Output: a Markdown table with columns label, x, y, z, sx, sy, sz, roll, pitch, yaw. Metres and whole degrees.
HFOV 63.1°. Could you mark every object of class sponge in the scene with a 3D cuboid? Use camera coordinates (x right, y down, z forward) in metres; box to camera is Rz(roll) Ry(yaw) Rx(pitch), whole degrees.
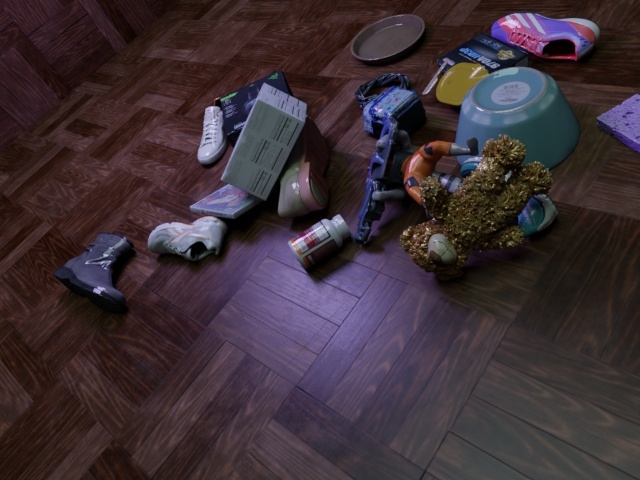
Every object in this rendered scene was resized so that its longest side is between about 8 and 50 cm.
| label | x | y | z | sx | sy | sz | roll | pitch | yaw |
| --- | --- | --- | --- | --- | --- | --- | --- | --- | --- |
| sponge | 0.761 | -0.257 | 1.204 | 0.117 | 0.031 | 0.210 | -30 | 44 | 1 |

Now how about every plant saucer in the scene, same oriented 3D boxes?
| label | x | y | z | sx | sy | sz | roll | pitch | yaw |
| --- | --- | --- | --- | --- | --- | --- | --- | --- | --- |
| plant saucer | 0.245 | -0.726 | 1.892 | 0.278 | 0.041 | 0.277 | -15 | 45 | 16 |

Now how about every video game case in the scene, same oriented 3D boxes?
| label | x | y | z | sx | sy | sz | roll | pitch | yaw |
| --- | --- | --- | --- | --- | --- | --- | --- | --- | --- |
| video game case | -0.262 | -0.127 | 1.582 | 0.184 | 0.023 | 0.201 | 10 | 34 | 34 |

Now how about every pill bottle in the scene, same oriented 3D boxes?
| label | x | y | z | sx | sy | sz | roll | pitch | yaw |
| --- | --- | --- | --- | --- | --- | --- | --- | --- | --- |
| pill bottle | 0.000 | 0.000 | 1.338 | 0.152 | 0.086 | 0.086 | -32 | 44 | -2 |

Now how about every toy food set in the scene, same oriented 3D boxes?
| label | x | y | z | sx | sy | sz | roll | pitch | yaw |
| --- | --- | --- | --- | --- | --- | --- | --- | --- | --- |
| toy food set | 0.408 | -0.440 | 1.506 | 0.128 | 0.071 | 0.218 | -59 | 34 | 8 |

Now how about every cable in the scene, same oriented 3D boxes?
| label | x | y | z | sx | sy | sz | roll | pitch | yaw |
| --- | --- | --- | --- | --- | --- | --- | --- | --- | --- |
| cable | 0.204 | -0.493 | 1.709 | 0.185 | 0.047 | 0.150 | -21 | 40 | 13 |

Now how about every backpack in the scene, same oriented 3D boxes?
| label | x | y | z | sx | sy | sz | roll | pitch | yaw |
| --- | --- | --- | --- | --- | --- | --- | --- | --- | --- |
| backpack | 0.202 | -0.381 | 1.553 | 0.158 | 0.116 | 0.173 | -40 | 42 | -11 |

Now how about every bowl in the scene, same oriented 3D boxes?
| label | x | y | z | sx | sy | sz | roll | pitch | yaw |
| --- | --- | --- | --- | --- | --- | --- | --- | --- | --- |
| bowl | 0.480 | -0.318 | 1.316 | 0.312 | 0.163 | 0.311 | -15 | 45 | 16 |

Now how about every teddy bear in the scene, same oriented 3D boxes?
| label | x | y | z | sx | sy | sz | roll | pitch | yaw |
| --- | --- | --- | --- | --- | --- | --- | --- | --- | --- |
| teddy bear | 0.322 | -0.056 | 1.087 | 0.338 | 0.245 | 0.113 | -32 | 28 | 11 |

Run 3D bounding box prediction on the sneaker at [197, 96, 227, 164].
| label | x | y | z | sx | sy | sz | roll | pitch | yaw |
| --- | --- | --- | --- | --- | --- | --- | --- | --- | --- |
| sneaker | -0.395 | -0.402 | 1.883 | 0.106 | 0.123 | 0.290 | -6 | 50 | 21 |

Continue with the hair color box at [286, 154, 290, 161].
| label | x | y | z | sx | sy | sz | roll | pitch | yaw |
| --- | --- | --- | --- | --- | --- | --- | --- | --- | --- |
| hair color box | -0.176 | -0.270 | 1.697 | 0.167 | 0.053 | 0.093 | -22 | 45 | 11 |

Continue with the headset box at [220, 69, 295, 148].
| label | x | y | z | sx | sy | sz | roll | pitch | yaw |
| --- | --- | --- | --- | --- | --- | --- | --- | --- | --- |
| headset box | -0.201 | -0.437 | 1.804 | 0.247 | 0.131 | 0.283 | -23 | 44 | 7 |

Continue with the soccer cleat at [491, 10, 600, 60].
| label | x | y | z | sx | sy | sz | roll | pitch | yaw |
| --- | --- | --- | --- | --- | --- | --- | --- | --- | --- |
| soccer cleat | 0.631 | -0.589 | 1.520 | 0.318 | 0.108 | 0.116 | 25 | 64 | 37 |

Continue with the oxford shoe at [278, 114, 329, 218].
| label | x | y | z | sx | sy | sz | roll | pitch | yaw |
| --- | --- | --- | --- | --- | --- | --- | --- | --- | --- |
| oxford shoe | -0.066 | -0.229 | 1.545 | 0.147 | 0.140 | 0.396 | -22 | 40 | 23 |

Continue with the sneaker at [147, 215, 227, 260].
| label | x | y | z | sx | sy | sz | roll | pitch | yaw |
| --- | --- | --- | --- | --- | --- | --- | --- | --- | --- |
| sneaker | -0.404 | 0.011 | 1.538 | 0.263 | 0.099 | 0.120 | -13 | 51 | 19 |

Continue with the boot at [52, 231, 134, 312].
| label | x | y | z | sx | sy | sz | roll | pitch | yaw |
| --- | --- | --- | --- | --- | --- | --- | --- | --- | --- |
| boot | -0.656 | 0.077 | 1.602 | 0.338 | 0.118 | 0.222 | 19 | 57 | 34 |

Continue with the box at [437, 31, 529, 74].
| label | x | y | z | sx | sy | sz | roll | pitch | yaw |
| --- | --- | --- | --- | --- | --- | --- | --- | --- | --- |
| box | 0.490 | -0.539 | 1.586 | 0.175 | 0.051 | 0.220 | -32 | 44 | -1 |

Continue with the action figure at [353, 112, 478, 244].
| label | x | y | z | sx | sy | sz | roll | pitch | yaw |
| --- | --- | --- | --- | --- | --- | --- | --- | --- | --- |
| action figure | 0.217 | -0.128 | 1.300 | 0.330 | 0.179 | 0.341 | 31 | 104 | 59 |

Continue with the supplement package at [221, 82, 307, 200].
| label | x | y | z | sx | sy | sz | roll | pitch | yaw |
| --- | --- | --- | --- | --- | --- | --- | --- | --- | --- |
| supplement package | -0.161 | -0.289 | 1.512 | 0.261 | 0.145 | 0.204 | -59 | 14 | 25 |

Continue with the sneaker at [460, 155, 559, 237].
| label | x | y | z | sx | sy | sz | roll | pitch | yaw |
| --- | --- | --- | --- | --- | --- | --- | --- | --- | --- |
| sneaker | 0.413 | -0.107 | 1.209 | 0.110 | 0.107 | 0.275 | -43 | 44 | 2 |
